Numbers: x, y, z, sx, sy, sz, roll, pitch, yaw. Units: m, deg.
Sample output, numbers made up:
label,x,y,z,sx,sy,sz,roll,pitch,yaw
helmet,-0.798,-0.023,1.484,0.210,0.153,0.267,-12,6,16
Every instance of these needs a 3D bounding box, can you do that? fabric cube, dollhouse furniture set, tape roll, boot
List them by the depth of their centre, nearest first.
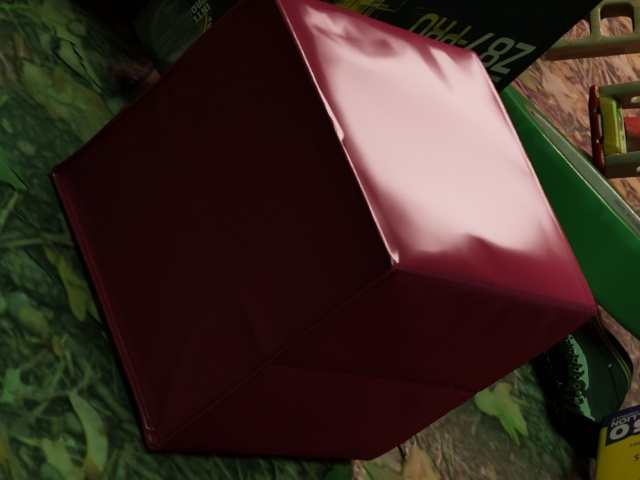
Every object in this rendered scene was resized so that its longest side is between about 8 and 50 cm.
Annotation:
label,x,y,z,sx,sy,sz,roll,pitch,yaw
fabric cube,0.000,0.000,1.431,0.258,0.259,0.254,10,50,-50
boot,0.235,0.113,1.862,0.198,0.077,0.137,43,34,-15
tape roll,0.266,-0.030,1.962,0.321,0.077,0.321,44,11,-11
dollhouse furniture set,0.315,-0.241,2.294,0.201,0.152,0.374,60,27,-74

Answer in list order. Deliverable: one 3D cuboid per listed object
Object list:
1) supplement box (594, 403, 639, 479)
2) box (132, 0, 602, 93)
label,x,y,z,sx,sy,sz,roll,pitch,yaw
supplement box,0.359,0.294,1.666,0.195,0.194,0.356,58,25,-20
box,0.076,-0.227,1.649,0.395,0.318,0.097,10,46,-54
